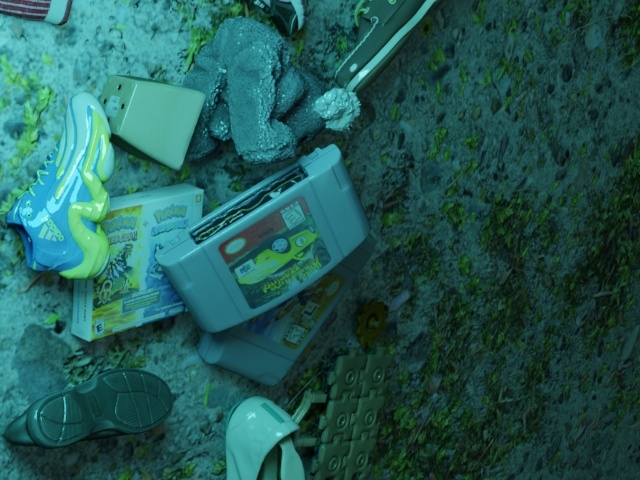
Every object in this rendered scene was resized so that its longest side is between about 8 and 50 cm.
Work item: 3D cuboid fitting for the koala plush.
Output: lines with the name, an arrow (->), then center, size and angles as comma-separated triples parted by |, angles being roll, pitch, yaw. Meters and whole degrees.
koala plush -> -0.062, -0.197, 1.871 | 0.221, 0.196, 0.203 | 8, 89, -49

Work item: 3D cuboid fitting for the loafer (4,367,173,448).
loafer -> -0.320, 0.235, 1.842 | 0.267, 0.084, 0.096 | -4, 78, -55

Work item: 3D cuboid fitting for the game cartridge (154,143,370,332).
game cartridge -> -0.072, 0.007, 1.884 | 0.294, 0.060, 0.196 | -32, 142, -6

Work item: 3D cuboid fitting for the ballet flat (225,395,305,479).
ballet flat -> -0.087, 0.447, 2.170 | 0.139, 0.139, 0.400 | -24, 124, -44

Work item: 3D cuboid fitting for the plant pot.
plant pot -> -0.233, -0.165, 1.740 | 0.096, 0.109, 0.109 | 20, 90, -41

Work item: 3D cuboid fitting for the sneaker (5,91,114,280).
sneaker -> -0.329, -0.068, 1.667 | 0.126, 0.091, 0.240 | -3, 89, -29

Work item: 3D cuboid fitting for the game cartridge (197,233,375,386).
game cartridge -> -0.054, 0.083, 2.054 | 0.297, 0.062, 0.198 | -55, 147, 5

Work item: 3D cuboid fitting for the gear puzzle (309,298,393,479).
gear puzzle -> 0.053, 0.265, 2.346 | 0.175, 0.044, 0.338 | 3, 101, -50

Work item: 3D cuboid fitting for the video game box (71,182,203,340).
video game box -> -0.251, 0.027, 1.844 | 0.205, 0.048, 0.187 | -16, 116, -48

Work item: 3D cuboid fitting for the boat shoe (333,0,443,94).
boat shoe -> 0.113, -0.358, 2.092 | 0.324, 0.097, 0.116 | -50, 180, -20

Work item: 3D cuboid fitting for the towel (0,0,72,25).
towel -> -0.384, -0.385, 1.500 | 0.329, 0.037, 0.237 | 7, 101, -53

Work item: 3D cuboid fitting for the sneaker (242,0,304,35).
sneaker -> -0.090, -0.357, 1.873 | 0.077, 0.072, 0.178 | -42, 128, -16

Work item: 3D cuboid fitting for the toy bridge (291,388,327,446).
toy bridge -> -0.038, 0.341, 2.264 | 0.063, 0.026, 0.188 | 4, 103, -41
